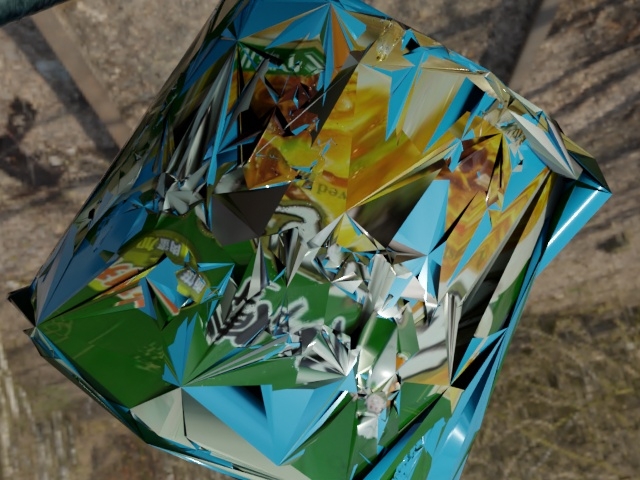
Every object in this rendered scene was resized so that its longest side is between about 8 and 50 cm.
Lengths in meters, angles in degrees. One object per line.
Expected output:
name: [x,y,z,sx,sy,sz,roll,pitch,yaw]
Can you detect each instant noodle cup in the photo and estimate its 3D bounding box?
instant noodle cup: [0.000,0.000,0.410,0.240,0.178,0.240,28,180,0]

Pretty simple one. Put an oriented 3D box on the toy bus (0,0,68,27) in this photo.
toy bus: [-0.124,-0.175,0.383,0.167,0.138,0.275,3,-150,35]
